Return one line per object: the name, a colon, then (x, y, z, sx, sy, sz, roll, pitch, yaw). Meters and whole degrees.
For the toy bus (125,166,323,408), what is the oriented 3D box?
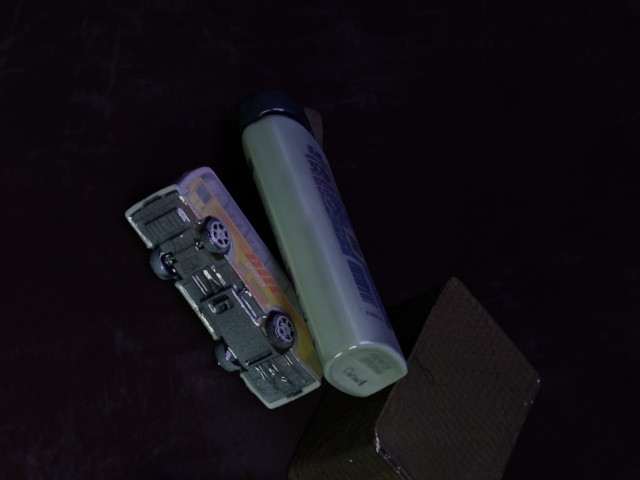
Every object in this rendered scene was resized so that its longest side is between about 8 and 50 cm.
toy bus: (-0.089, 0.046, 1.956, 0.268, 0.092, 0.106, 55, 32, -12)

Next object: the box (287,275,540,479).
box: (0.105, 0.201, 2.050, 0.184, 0.143, 0.273, 49, 43, -20)

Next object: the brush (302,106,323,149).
brush: (-0.003, -0.072, 2.158, 0.034, 0.027, 0.190, 25, 53, -41)

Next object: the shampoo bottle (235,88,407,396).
shampoo bottle: (0.000, 0.000, 2.009, 0.134, 0.078, 0.359, 39, 25, -52)
